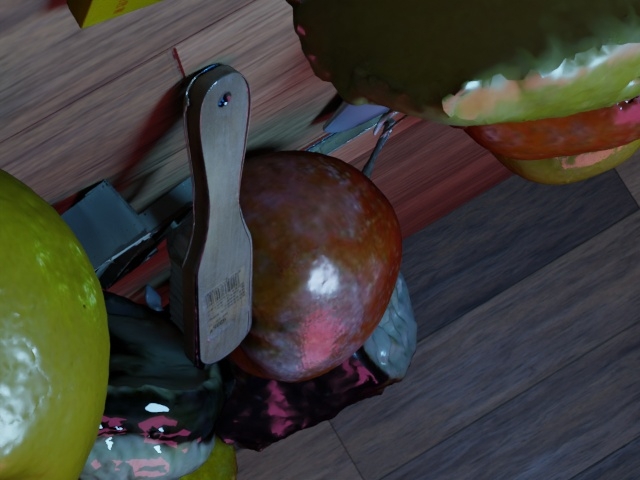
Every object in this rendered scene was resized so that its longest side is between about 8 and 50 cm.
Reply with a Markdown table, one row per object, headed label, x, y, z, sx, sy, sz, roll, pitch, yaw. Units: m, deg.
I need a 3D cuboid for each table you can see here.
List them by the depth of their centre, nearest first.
| label | x | y | z | sx | sy | sz | roll | pitch | yaw |
| --- | --- | --- | --- | --- | --- | --- | --- | --- | --- |
| table | -0.198 | 0.007 | 1.005 | 0.175 | 0.062 | 0.146 | -42 | 180 | -34 |

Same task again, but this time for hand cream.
| label | x | y | z | sx | sy | sz | roll | pitch | yaw |
| --- | --- | --- | --- | --- | --- | --- | --- | --- | --- |
| hand cream | 0.076 | -0.161 | 1.086 | 0.079 | 0.048 | 0.255 | -22 | 174 | -25 |

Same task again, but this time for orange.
| label | x | y | z | sx | sy | sz | roll | pitch | yaw |
| --- | --- | --- | --- | --- | --- | --- | --- | --- | --- |
| orange | -0.248 | 0.079 | 0.625 | 0.279 | 0.235 | 0.279 | -36 | 168 | -8 |

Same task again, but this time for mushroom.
| label | x | y | z | sx | sy | sz | roll | pitch | yaw |
| --- | --- | --- | --- | --- | --- | --- | --- | --- | --- |
| mushroom | -0.211 | 0.148 | 1.098 | 0.247 | 0.130 | 0.344 | 6 | -170 | -23 |

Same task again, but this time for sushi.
| label | x | y | z | sx | sy | sz | roll | pitch | yaw |
| --- | --- | --- | --- | --- | --- | --- | --- | --- | --- |
| sushi | -0.047 | 0.117 | 1.572 | 0.294 | 0.281 | 0.299 | -27 | -178 | 21 |

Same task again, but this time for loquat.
| label | x | y | z | sx | sy | sz | roll | pitch | yaw |
| --- | --- | --- | --- | --- | --- | --- | --- | --- | --- |
| loquat | 0.267 | -0.161 | 1.267 | 0.208 | 0.208 | 0.208 | -30 | 173 | -4 |

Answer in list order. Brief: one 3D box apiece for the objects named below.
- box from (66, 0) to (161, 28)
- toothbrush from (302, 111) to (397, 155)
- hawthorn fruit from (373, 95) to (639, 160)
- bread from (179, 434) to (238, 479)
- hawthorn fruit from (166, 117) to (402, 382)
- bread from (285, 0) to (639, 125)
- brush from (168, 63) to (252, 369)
| label | x | y | z | sx | sy | sz | roll | pitch | yaw |
| --- | --- | --- | --- | --- | --- | --- | --- | --- | --- |
| box | -0.055 | -0.163 | 0.603 | 0.155 | 0.023 | 0.087 | -27 | 170 | -30 |
| toothbrush | -0.014 | -0.092 | 1.268 | 0.294 | 0.026 | 0.028 | -30 | 158 | -8 |
| hawthorn fruit | 0.158 | -0.155 | 0.874 | 0.299 | 0.211 | 0.211 | -24 | 177 | 30 |
| bread | -0.314 | 0.340 | 1.658 | 0.398 | 0.398 | 0.215 | -27 | 158 | -29 |
| hawthorn fruit | -0.021 | 0.026 | 1.153 | 0.262 | 0.235 | 0.231 | -6 | -159 | -11 |
| bread | 0.151 | -0.192 | 0.402 | 0.361 | 0.233 | 0.245 | -25 | 171 | -37 |
| brush | -0.098 | -0.018 | 0.953 | 0.070 | 0.065 | 0.327 | -31 | 147 | -30 |
